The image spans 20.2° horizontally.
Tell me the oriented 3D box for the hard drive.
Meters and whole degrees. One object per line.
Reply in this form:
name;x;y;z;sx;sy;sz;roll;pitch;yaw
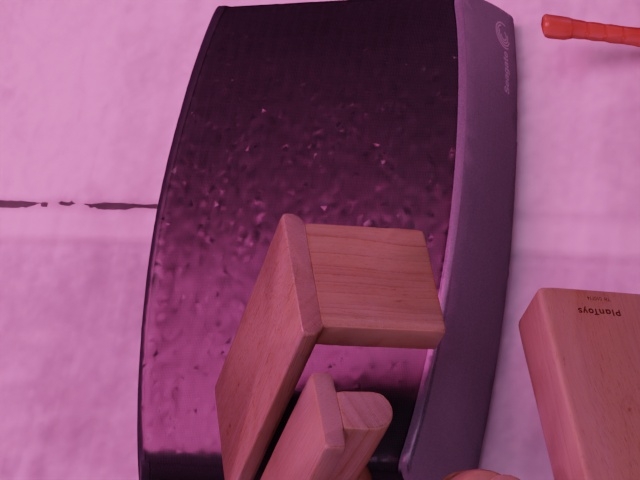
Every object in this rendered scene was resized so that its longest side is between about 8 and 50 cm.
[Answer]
hard drive;0.000;0.000;0.835;0.172;0.054;0.254;0;67;19

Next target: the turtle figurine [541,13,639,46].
turtle figurine;0.219;-0.162;0.759;0.269;0.087;0.217;5;100;26

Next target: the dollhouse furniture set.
dollhouse furniture set;0.050;0.088;0.720;0.151;0.123;0.144;4;51;-17
